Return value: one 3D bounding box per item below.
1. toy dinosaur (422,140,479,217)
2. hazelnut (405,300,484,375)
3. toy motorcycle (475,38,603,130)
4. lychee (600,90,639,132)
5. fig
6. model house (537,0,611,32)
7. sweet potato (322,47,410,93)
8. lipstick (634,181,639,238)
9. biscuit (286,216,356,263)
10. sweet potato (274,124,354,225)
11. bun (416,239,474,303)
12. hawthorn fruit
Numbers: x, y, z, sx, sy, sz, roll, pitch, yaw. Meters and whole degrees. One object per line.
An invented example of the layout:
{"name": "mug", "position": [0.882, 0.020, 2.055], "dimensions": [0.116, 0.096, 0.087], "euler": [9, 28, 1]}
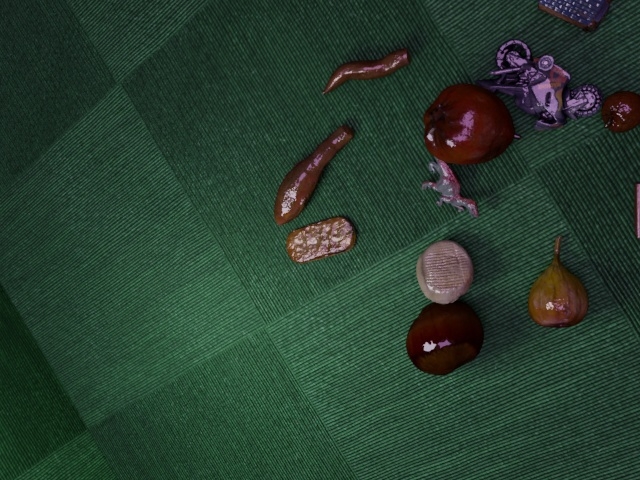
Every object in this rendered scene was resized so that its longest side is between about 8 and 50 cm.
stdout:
{"name": "toy dinosaur", "position": [0.361, -0.180, 1.587], "dimensions": [0.167, 0.053, 0.242], "euler": [12, 126, 49]}
{"name": "hazelnut", "position": [0.354, 0.287, 1.640], "dimensions": [0.217, 0.217, 0.251], "euler": [43, 136, 7]}
{"name": "toy motorcycle", "position": [0.575, -0.395, 1.467], "dimensions": [0.307, 0.108, 0.173], "euler": [37, 116, 12]}
{"name": "lychee", "position": [0.758, -0.329, 1.405], "dimensions": [0.140, 0.114, 0.101], "euler": [-4, 70, -7]}
{"name": "fig", "position": [0.657, 0.114, 1.535], "dimensions": [0.159, 0.159, 0.256], "euler": [2, 84, 20]}
{"name": "model house", "position": [0.648, -0.633, 1.355], "dimensions": [0.167, 0.172, 0.182], "euler": [31, 109, 13]}
{"name": "sweet potato", "position": [0.127, -0.501, 1.634], "dimensions": [0.282, 0.059, 0.067], "euler": [-7, 133, 25]}
{"name": "lipstick", "position": [0.852, -0.080, 1.459], "dimensions": [0.045, 0.045, 0.145], "euler": [-1, 101, 23]}
{"name": "biscuit", "position": [0.000, 0.000, 1.798], "dimensions": [0.247, 0.029, 0.118], "euler": [-16, 88, 22]}
{"name": "sweet potato", "position": [-0.041, -0.205, 1.734], "dimensions": [0.109, 0.109, 0.385], "euler": [39, 110, 9]}
{"name": "bun", "position": [0.363, 0.094, 1.623], "dimensions": [0.164, 0.111, 0.188], "euler": [-11, 66, 1]}
{"name": "hawthorn fruit", "position": [0.414, -0.301, 1.495], "dimensions": [0.261, 0.224, 0.224], "euler": [10, 107, -16]}
